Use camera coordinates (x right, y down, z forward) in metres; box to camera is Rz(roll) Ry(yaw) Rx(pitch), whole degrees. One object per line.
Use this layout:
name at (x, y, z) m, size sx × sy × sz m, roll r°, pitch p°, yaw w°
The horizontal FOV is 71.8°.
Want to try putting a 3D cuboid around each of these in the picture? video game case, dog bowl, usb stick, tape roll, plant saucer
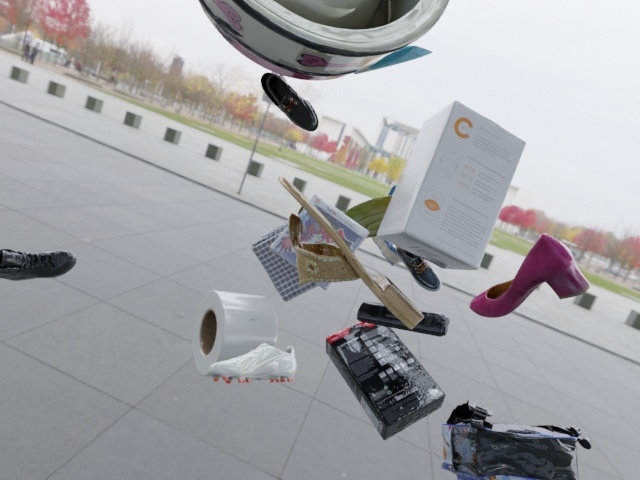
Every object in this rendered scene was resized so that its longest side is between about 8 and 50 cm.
video game case at (0.000, 0.000, 1.164) m, size 0.183 × 0.201 × 0.023 m, roll 36°, pitch -19°, yaw 8°
dog bowl at (-0.014, -0.423, 0.645) m, size 0.407 × 0.408 × 0.150 m, roll 18°, pitch -15°, yaw -18°
usb stick at (0.243, 0.234, 1.332) m, size 0.277 × 0.045 × 0.077 m, roll 6°, pitch 46°, yaw 28°
tape roll at (-0.259, 0.278, 1.313) m, size 0.169 × 0.246 × 0.246 m, roll 13°, pitch 13°, yaw -34°
plant saucer at (0.164, -0.059, 1.302) m, size 0.241 × 0.241 × 0.037 m, roll 9°, pitch 59°, yaw -48°

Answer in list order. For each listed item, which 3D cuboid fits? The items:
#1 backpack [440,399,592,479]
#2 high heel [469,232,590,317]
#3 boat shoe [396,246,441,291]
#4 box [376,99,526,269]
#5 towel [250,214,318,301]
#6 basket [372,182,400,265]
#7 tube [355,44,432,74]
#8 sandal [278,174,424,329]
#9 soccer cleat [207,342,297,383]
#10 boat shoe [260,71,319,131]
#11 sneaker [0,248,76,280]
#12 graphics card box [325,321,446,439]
backpack at (0.399, 0.485, 0.985) m, size 0.276 × 0.213 × 0.263 m, roll 15°, pitch -16°, yaw -5°
high heel at (0.343, 0.067, 0.801) m, size 0.117 × 0.082 × 0.244 m, roll 51°, pitch -29°, yaw -4°
boat shoe at (0.294, 0.075, 1.329) m, size 0.183 × 0.065 × 0.083 m, roll 49°, pitch -7°, yaw 18°
box at (0.321, -0.126, 1.102) m, size 0.215 × 0.345 × 0.168 m, roll 26°, pitch -9°, yaw -12°
towel at (-0.062, 0.048, 1.461) m, size 0.235 × 0.283 × 0.121 m, roll 59°, pitch 8°, yaw -21°
basket at (0.313, -0.054, 1.673) m, size 0.255 × 0.201 × 0.289 m, roll 57°, pitch -22°, yaw 12°
tube at (0.165, -0.452, 1.092) m, size 0.207 × 0.052 × 0.080 m, roll 8°, pitch 18°, yaw 42°
sandal at (0.012, 0.034, 0.523) m, size 0.240 × 0.079 × 0.088 m, roll 44°, pitch 5°, yaw -4°
soccer cleat at (-0.131, 0.240, 0.869) m, size 0.196 × 0.076 × 0.068 m, roll 13°, pitch -24°, yaw -39°
boat shoe at (-0.055, -0.243, 0.781) m, size 0.133 × 0.049 × 0.042 m, roll 50°, pitch 29°, yaw 5°
sneaker at (-0.569, 0.045, 0.839) m, size 0.170 × 0.051 × 0.089 m, roll -12°, pitch -18°, yaw -1°
graphics card box at (0.203, 0.433, 1.463) m, size 0.232 × 0.094 × 0.371 m, roll -20°, pitch 44°, yaw -23°
